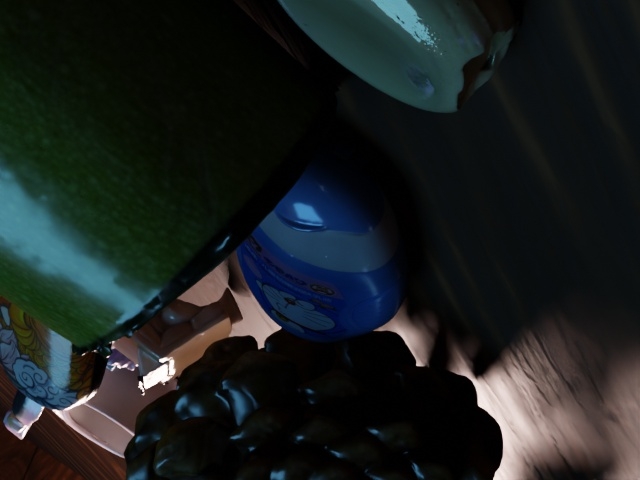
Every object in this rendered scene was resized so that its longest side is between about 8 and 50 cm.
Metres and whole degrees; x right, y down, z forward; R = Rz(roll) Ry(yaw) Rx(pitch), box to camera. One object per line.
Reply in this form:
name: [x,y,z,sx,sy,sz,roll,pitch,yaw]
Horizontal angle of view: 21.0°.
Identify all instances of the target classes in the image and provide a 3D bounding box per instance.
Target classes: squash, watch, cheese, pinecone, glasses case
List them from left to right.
squash: [-0.209,-0.129,1.119,0.384,0.263,0.263,42,163,-10]
glasses case: [-0.250,0.018,1.657,0.122,0.082,0.321,30,124,30]
watch: [-0.303,0.225,2.385,0.231,0.196,0.244,34,161,-4]
pinecone: [-0.009,0.229,1.523,0.384,0.384,0.384,36,163,13]
cheese: [0.002,-0.157,0.935,0.227,0.064,0.137,37,162,14]

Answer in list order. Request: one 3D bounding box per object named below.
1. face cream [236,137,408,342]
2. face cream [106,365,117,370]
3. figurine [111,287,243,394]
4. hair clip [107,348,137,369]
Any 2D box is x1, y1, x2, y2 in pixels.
face cream: [0.000,0.000,1.308,0.149,0.083,0.264,28,161,8]
face cream: [-0.380,0.042,2.241,0.336,0.080,0.163,39,163,3]
figurine: [-0.201,0.035,1.774,0.237,0.141,0.162,45,166,15]
hair clip: [-0.256,0.088,2.108,0.106,0.085,0.292,-15,143,15]
